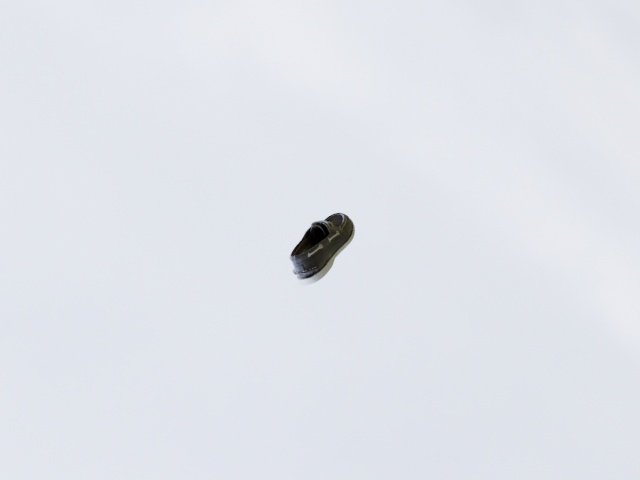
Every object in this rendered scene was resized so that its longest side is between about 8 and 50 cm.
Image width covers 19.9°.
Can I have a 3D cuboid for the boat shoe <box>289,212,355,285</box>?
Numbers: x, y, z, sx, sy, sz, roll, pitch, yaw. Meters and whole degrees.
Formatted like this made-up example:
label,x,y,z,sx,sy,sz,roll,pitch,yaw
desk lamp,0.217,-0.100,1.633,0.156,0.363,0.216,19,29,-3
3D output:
label,x,y,z,sx,sy,sz,roll,pitch,yaw
boat shoe,0.000,0.000,1.937,0.038,0.046,0.125,64,-144,-23
